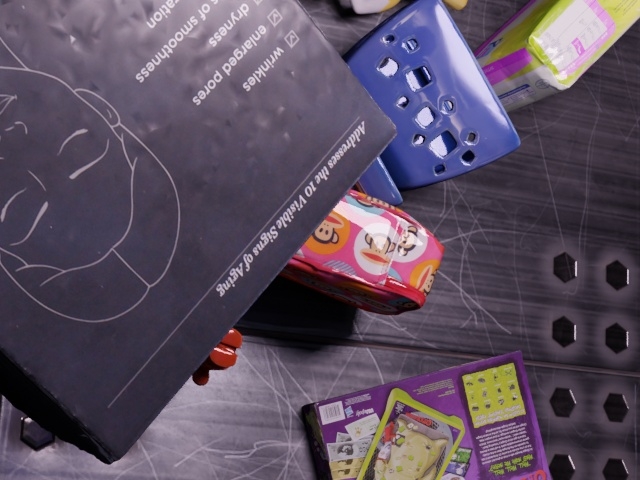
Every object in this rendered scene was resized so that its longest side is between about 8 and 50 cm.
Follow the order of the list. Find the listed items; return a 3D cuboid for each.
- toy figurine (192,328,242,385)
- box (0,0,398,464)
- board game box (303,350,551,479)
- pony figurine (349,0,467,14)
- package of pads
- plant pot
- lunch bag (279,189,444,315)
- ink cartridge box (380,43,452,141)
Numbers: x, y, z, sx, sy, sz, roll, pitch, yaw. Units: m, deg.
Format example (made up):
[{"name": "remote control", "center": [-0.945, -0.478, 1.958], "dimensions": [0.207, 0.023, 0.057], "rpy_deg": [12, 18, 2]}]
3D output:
[{"name": "toy figurine", "center": [-0.225, 0.104, 1.737], "dimensions": [0.210, 0.148, 0.213], "rpy_deg": [-29, 97, -22]}, {"name": "box", "center": [-0.260, -0.120, 1.425], "dimensions": [0.480, 0.297, 0.471], "rpy_deg": [-49, 117, -18]}, {"name": "board game box", "center": [0.156, 0.291, 1.944], "dimensions": [0.347, 0.056, 0.208], "rpy_deg": [-10, 82, -27]}, {"name": "pony figurine", "center": [0.034, -0.471, 1.915], "dimensions": [0.364, 0.303, 0.350], "rpy_deg": [-8, 93, -42]}, {"name": "package of pads", "center": [0.356, -0.313, 2.044], "dimensions": [0.296, 0.229, 0.101], "rpy_deg": [-44, 101, -26]}, {"name": "plant pot", "center": [0.097, -0.165, 1.836], "dimensions": [0.212, 0.236, 0.236], "rpy_deg": [-31, 95, -9]}, {"name": "lunch bag", "center": [0.000, 0.000, 1.803], "dimensions": [0.293, 0.258, 0.120], "rpy_deg": [22, 82, -6]}, {"name": "ink cartridge box", "center": [0.133, -0.194, 2.005], "dimensions": [0.109, 0.063, 0.150], "rpy_deg": [-43, 101, -25]}]
